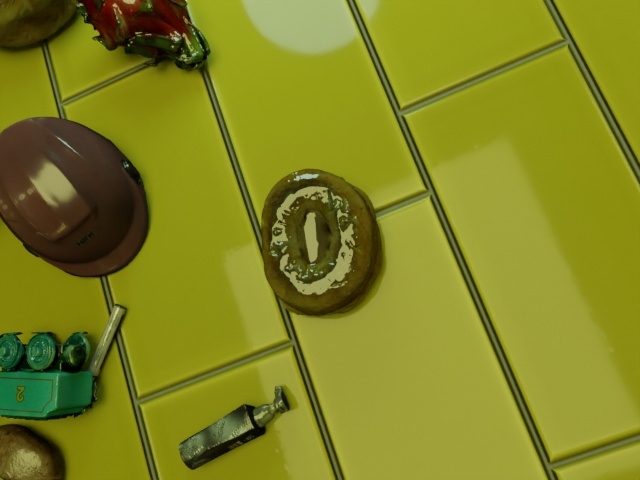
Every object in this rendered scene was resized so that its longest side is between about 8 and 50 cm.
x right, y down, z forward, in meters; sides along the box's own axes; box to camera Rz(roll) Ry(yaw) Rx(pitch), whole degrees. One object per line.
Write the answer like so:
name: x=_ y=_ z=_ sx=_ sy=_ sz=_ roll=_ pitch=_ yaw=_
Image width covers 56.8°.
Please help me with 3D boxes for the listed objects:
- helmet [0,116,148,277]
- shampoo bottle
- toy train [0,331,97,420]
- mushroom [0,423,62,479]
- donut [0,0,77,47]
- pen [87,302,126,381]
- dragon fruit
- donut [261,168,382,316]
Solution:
helmet: x=-0.505 y=-0.098 z=1.146 sx=0.271 sy=0.197 sz=0.338 roll=-35 pitch=73 yaw=1
shampoo bottle: x=-0.150 y=0.331 z=1.051 sx=0.207 sy=0.057 sz=0.064 roll=-30 pitch=67 yaw=4
toy train: x=-0.525 y=0.253 z=1.112 sx=0.203 sy=0.112 sz=0.163 roll=-5 pitch=79 yaw=25
mushroom: x=-0.579 y=0.405 z=1.126 sx=0.209 sy=0.072 sz=0.094 roll=23 pitch=76 yaw=16
donut: x=-0.682 y=-0.595 z=1.297 sx=0.360 sy=0.170 sz=0.361 roll=-3 pitch=80 yaw=14
pen: x=-0.427 y=0.222 z=1.152 sx=0.025 sy=0.025 sz=0.204 roll=19 pitch=85 yaw=16
dragon fruit: x=-0.363 y=-0.438 z=1.195 sx=0.200 sy=0.198 sz=0.269 roll=-31 pitch=88 yaw=-6
donut: x=0.000 y=0.000 z=1.045 sx=0.208 sy=0.128 sz=0.262 roll=-12 pitch=78 yaw=10
